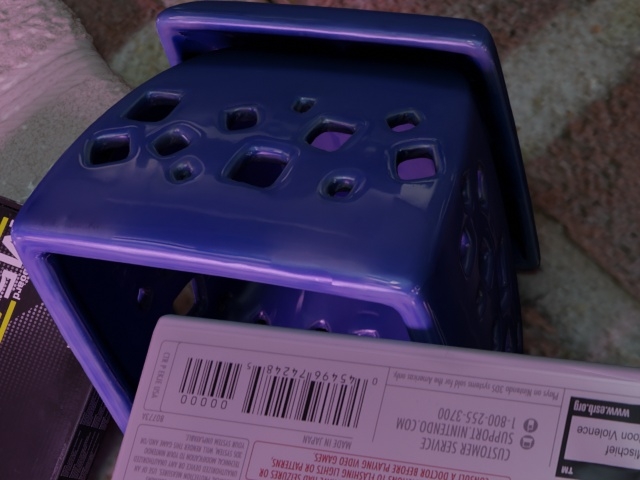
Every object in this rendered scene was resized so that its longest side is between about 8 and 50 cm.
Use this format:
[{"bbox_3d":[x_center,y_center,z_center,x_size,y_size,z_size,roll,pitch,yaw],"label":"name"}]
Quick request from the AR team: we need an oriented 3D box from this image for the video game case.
[{"bbox_3d":[0.036,0.191,0.778,0.329,0.036,0.300,5,69,24],"label":"video game case"}]

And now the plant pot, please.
[{"bbox_3d":[0.000,0.000,0.991,0.236,0.236,0.212,6,54,22],"label":"plant pot"}]

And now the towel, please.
[{"bbox_3d":[-0.266,-0.056,1.215,0.282,0.049,0.187,-36,56,-6],"label":"towel"}]

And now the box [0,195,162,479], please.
[{"bbox_3d":[-0.208,0.069,1.084,0.184,0.045,0.190,19,84,26],"label":"box"}]
